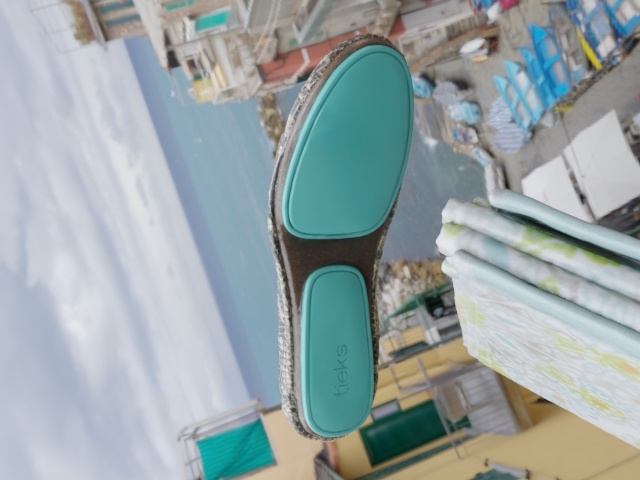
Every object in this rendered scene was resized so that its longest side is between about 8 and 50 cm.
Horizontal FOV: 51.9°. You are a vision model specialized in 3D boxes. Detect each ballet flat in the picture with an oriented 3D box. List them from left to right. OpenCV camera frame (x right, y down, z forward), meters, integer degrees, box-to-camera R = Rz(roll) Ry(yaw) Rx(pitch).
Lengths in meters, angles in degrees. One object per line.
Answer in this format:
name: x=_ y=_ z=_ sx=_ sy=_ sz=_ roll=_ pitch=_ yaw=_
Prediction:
ballet flat: x=0.000 y=0.000 z=0.803 sx=0.182 sy=0.164 sz=0.482 roll=-147 pitch=58 yaw=-64

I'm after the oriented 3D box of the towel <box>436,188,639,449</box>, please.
towel: x=0.284 y=0.106 z=0.556 sx=0.375 sy=0.090 sz=0.320 roll=28 pitch=167 yaw=25
